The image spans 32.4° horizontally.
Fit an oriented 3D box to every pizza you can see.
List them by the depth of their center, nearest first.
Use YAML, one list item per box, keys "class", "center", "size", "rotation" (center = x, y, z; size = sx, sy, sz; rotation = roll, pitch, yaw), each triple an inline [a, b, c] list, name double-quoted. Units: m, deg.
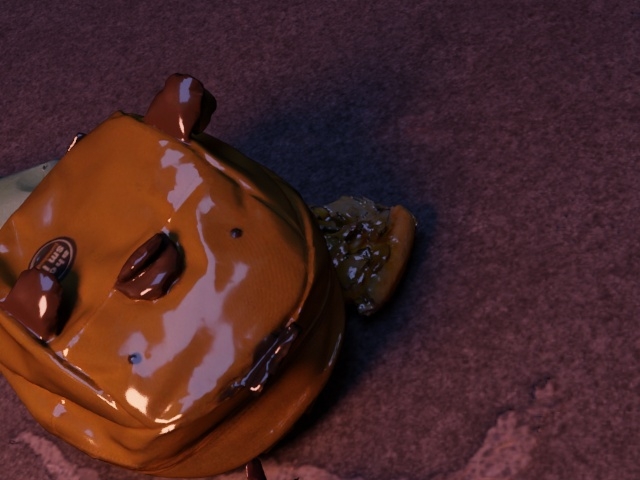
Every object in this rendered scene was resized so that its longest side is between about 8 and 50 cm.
- class: "pizza"
  center: [0.000, 0.000, 1.165]
  size: [0.226, 0.069, 0.147]
  rotation: [23, 64, 39]

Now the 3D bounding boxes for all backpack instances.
- class: "backpack"
  center: [-0.153, 0.041, 1.068]
  size: [0.378, 0.201, 0.353]
  rotation: [27, 76, 30]

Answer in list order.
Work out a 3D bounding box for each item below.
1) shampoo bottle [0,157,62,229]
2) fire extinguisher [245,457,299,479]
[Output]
- class: "shampoo bottle"
  center: [-0.399, 0.010, 1.287]
  size: [0.350, 0.151, 0.222]
  rotation: [-16, 38, 10]
- class: "fire extinguisher"
  center: [0.068, 0.272, 0.831]
  size: [0.341, 0.141, 0.105]
  rotation: [21, 30, 38]
